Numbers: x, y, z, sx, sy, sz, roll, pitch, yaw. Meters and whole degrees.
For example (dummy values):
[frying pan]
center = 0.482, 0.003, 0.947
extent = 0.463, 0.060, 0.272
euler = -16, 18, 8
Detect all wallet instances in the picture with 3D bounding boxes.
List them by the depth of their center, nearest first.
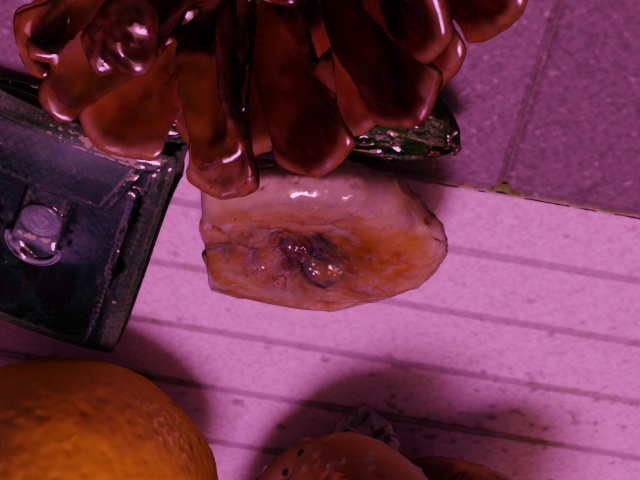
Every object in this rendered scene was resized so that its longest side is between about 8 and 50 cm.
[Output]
[wallet]
center = -0.202, -0.012, 1.493
extent = 0.160, 0.055, 0.236
euler = 20, 133, -4

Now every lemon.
[lemon]
center = -0.207, 0.203, 1.571
extent = 0.253, 0.228, 0.228
euler = 23, 133, -36

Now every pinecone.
[pinecone]
center = -0.032, -0.186, 1.105
extent = 0.384, 0.384, 0.384
euler = 3, 133, 3

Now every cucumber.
[cucumber]
center = -0.031, -0.097, 1.386
extent = 0.265, 0.077, 0.077
euler = 4, 133, -1

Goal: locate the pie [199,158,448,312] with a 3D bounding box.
[pie]
center = 0.000, -0.003, 1.441
extent = 0.185, 0.052, 0.218
euler = 1, 153, 5

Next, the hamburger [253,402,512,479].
[hamburger]
center = 0.038, 0.303, 1.610
extent = 0.195, 0.277, 0.318
euler = 6, 110, -27
